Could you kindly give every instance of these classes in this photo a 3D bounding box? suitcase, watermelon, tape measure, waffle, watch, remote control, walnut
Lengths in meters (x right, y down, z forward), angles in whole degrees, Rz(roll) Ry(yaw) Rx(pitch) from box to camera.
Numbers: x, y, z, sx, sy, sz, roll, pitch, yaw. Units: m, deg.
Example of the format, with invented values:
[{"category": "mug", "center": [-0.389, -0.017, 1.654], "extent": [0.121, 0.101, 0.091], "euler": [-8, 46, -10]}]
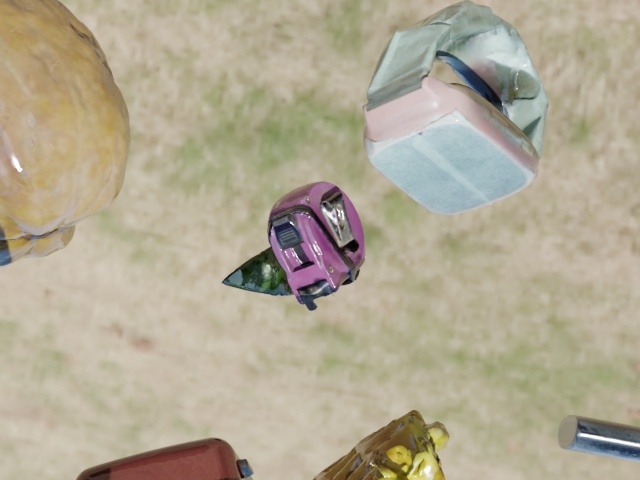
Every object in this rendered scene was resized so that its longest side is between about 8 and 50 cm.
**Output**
[{"category": "suitcase", "center": [-0.177, 0.383, 1.981], "extent": [0.236, 0.161, 0.297], "euler": [-15, 150, 2]}, {"category": "watermelon", "center": [-0.069, 0.031, 2.167], "extent": [0.092, 0.075, 0.181], "euler": [12, -174, 14]}, {"category": "tape measure", "center": [0.000, 0.000, 1.689], "extent": [0.074, 0.125, 0.118], "euler": [-20, -168, 31]}, {"category": "waffle", "center": [-0.001, 0.272, 1.413], "extent": [0.068, 0.325, 0.302], "euler": [43, 130, -2]}, {"category": "watch", "center": [0.171, -0.172, 1.822], "extent": [0.162, 0.241, 0.253], "euler": [-18, 141, 35]}, {"category": "remote control", "center": [0.459, 0.247, 1.731], "extent": [0.378, 0.044, 0.107], "euler": [11, 176, -2]}, {"category": "walnut", "center": [-0.386, -0.149, 1.825], "extent": [0.306, 0.344, 0.306], "euler": [-28, 172, -4]}]
